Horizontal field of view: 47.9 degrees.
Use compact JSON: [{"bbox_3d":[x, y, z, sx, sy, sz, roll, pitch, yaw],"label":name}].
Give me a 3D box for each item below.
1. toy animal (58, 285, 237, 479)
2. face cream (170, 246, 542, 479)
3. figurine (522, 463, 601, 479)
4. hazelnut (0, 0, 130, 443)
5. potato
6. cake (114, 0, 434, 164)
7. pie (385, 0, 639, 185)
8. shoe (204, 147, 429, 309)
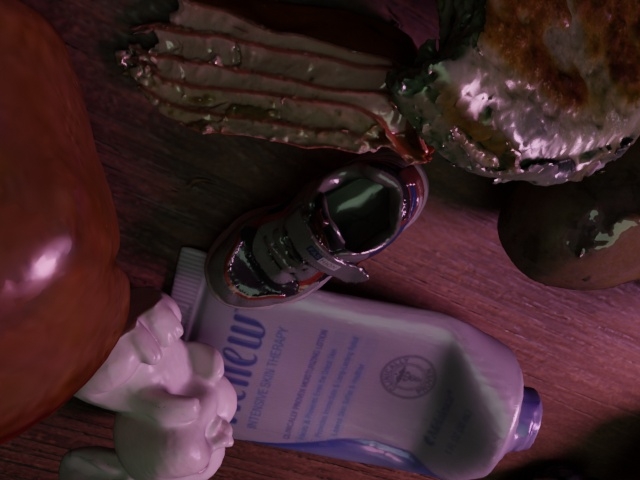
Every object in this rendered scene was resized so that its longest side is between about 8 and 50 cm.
[{"bbox_3d":[-0.178,0.149,0.691,0.179,0.127,0.193,-5,118,21],"label":"toy animal"},{"bbox_3d":[0.037,0.149,0.778,0.420,0.137,0.234,14,120,-7],"label":"face cream"},{"bbox_3d":[0.425,0.408,0.930,0.412,0.306,0.241,-13,151,9],"label":"figurine"},{"bbox_3d":[-0.303,-0.008,0.480,0.372,0.315,0.372,6,112,15],"label":"hazelnut"},{"bbox_3d":[0.293,-0.042,0.665,0.262,0.165,0.165,-14,125,11],"label":"potato"},{"bbox_3d":[-0.021,-0.137,0.586,0.287,0.135,0.098,13,125,2],"label":"cake"},{"bbox_3d":[0.156,-0.179,0.516,0.303,0.067,0.302,2,87,-37],"label":"pie"},{"bbox_3d":[0.000,-0.001,0.633,0.228,0.125,0.099,-32,101,3],"label":"shoe"}]
